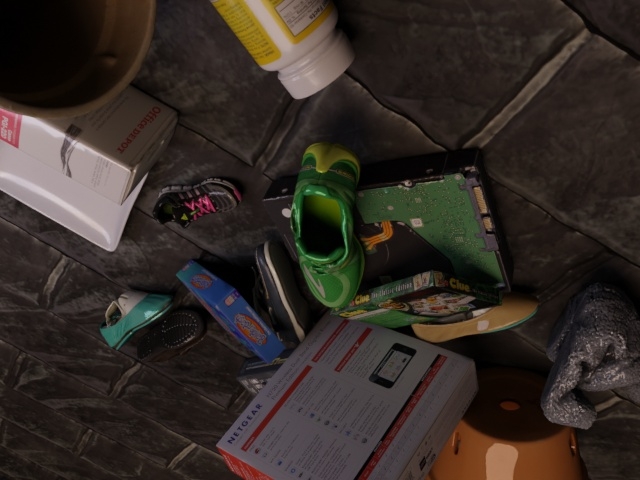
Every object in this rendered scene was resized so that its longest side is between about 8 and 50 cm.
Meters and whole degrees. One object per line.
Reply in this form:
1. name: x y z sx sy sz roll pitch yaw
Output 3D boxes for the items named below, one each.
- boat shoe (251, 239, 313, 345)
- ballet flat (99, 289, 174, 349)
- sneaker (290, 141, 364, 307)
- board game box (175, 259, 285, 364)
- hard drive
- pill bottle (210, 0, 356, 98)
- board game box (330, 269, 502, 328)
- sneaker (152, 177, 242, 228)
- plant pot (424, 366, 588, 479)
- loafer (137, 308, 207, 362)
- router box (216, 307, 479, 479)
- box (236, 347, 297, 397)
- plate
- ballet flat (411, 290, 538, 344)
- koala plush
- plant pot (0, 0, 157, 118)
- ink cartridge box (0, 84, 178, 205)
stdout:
1. boat shoe: -0.079 0.099 1.228 0.079 0.095 0.254 -7 139 14
2. ballet flat: -0.399 0.153 1.428 0.087 0.083 0.247 49 131 -6
3. sneaker: 0.000 0.000 0.976 0.109 0.123 0.296 9 136 15
4. board game box: -0.168 0.127 1.244 0.160 0.047 0.210 53 164 -28
5. hard drive: 0.106 -0.011 1.056 0.339 0.064 0.237 -6 130 29
6. pill bottle: -0.054 -0.281 0.817 0.119 0.119 0.208 -18 123 36
7. board game box: 0.141 0.098 1.069 0.136 0.030 0.259 14 159 -30
8. sneaker: -0.211 -0.056 1.139 0.170 0.075 0.063 -3 131 25
9. plant pot: 0.324 0.360 1.195 0.290 0.291 0.204 5 118 19
10. loafer: -0.304 0.204 1.451 0.220 0.080 0.078 -26 151 38
11. router box: 0.050 0.290 1.127 0.301 0.335 0.082 17 140 36
12. box: -0.041 0.333 1.462 0.183 0.059 0.233 -18 123 36
13. plate: -0.444 -0.131 1.188 0.278 0.045 0.277 31 136 -7
14. ballet flat: 0.240 0.118 1.118 0.232 0.080 0.073 -26 108 39
15. koala plush: 0.467 0.178 1.002 0.221 0.196 0.203 20 127 10
16. plant pot: -0.429 -0.314 0.834 0.305 0.334 0.334 5 135 34
17. ink cartridge box: -0.346 -0.175 1.018 0.218 0.159 0.092 28 136 -5
